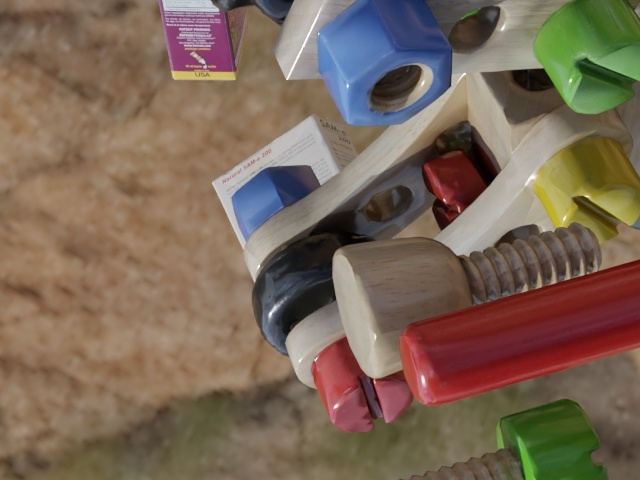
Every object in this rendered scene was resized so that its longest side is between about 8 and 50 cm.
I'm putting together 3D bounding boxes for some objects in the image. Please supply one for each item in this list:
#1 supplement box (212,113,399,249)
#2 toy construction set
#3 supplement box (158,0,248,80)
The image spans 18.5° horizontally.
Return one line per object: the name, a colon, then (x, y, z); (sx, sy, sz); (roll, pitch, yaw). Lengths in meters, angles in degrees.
supplement box: (0.000, 0.000, 0.909); (0.062, 0.098, 0.036); (-32, 160, 20)
toy construction set: (0.096, -0.045, 0.673); (0.237, 0.309, 0.257); (-15, 121, -10)
supplement box: (-0.073, -0.147, 1.218); (0.043, 0.055, 0.083); (2, 134, 9)
